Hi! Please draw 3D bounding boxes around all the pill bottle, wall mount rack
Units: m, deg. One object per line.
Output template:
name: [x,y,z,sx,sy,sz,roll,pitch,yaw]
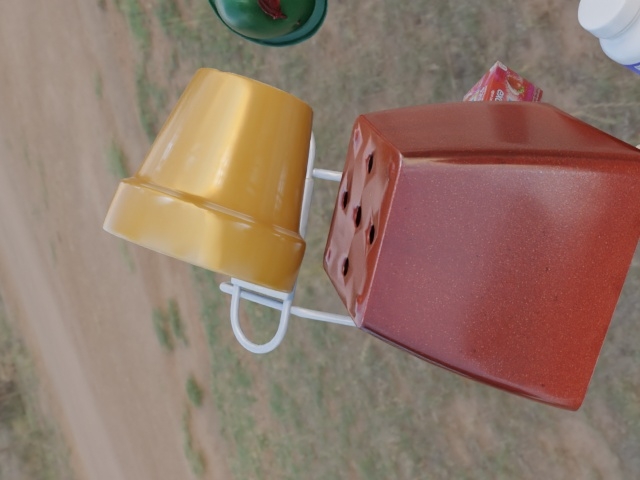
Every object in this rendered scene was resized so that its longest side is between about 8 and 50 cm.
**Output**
pill bottle: [0.563,-0.345,1.575,0.152,0.272,0.152,-43,37,43]
wall mount rack: [0.000,0.000,1.368,0.304,0.130,0.350,14,99,37]

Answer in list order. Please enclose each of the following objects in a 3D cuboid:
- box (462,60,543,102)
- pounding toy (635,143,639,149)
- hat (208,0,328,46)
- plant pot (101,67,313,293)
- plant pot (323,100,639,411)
box: [0.349,-0.223,1.924,0.122,0.257,0.128,32,139,-11]
pounding toy: [0.595,-0.176,1.408,0.155,0.269,0.154,61,-175,-53]
hat: [-0.095,-0.273,1.177,0.208,0.173,0.184,72,-154,-45]
plant pot: [-0.095,-0.067,0.976,0.205,0.205,0.188,16,86,64]
plant pot: [0.147,-0.008,0.992,0.267,0.235,0.267,-122,42,-66]
